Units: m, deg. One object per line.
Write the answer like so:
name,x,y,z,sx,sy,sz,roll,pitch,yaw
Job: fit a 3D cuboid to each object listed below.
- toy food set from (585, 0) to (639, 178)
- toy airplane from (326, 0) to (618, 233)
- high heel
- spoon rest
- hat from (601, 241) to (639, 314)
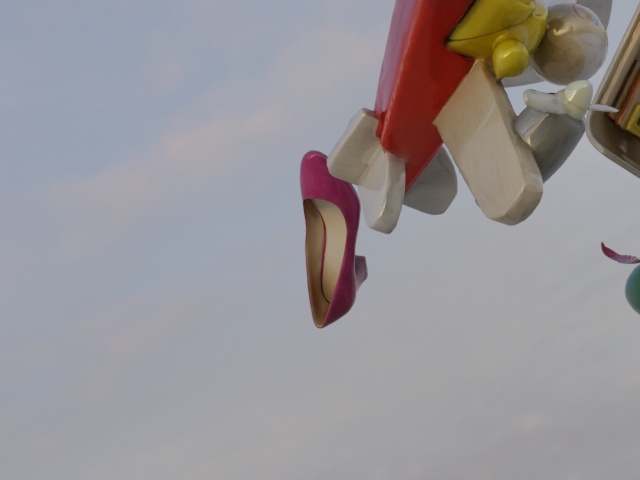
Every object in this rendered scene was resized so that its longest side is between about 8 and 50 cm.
toy food set,0.491,-0.219,2.136,0.219,0.092,0.306,23,-86,-46
toy airplane,0.159,-0.182,1.640,0.272,0.386,0.384,1,-9,-12
high heel,0.000,0.000,2.182,0.117,0.082,0.244,-52,-37,-40
spoon rest,0.273,-0.237,1.873,0.276,0.084,0.137,-31,-45,-41
hat,0.464,0.068,2.415,0.183,0.173,0.208,5,-11,30
